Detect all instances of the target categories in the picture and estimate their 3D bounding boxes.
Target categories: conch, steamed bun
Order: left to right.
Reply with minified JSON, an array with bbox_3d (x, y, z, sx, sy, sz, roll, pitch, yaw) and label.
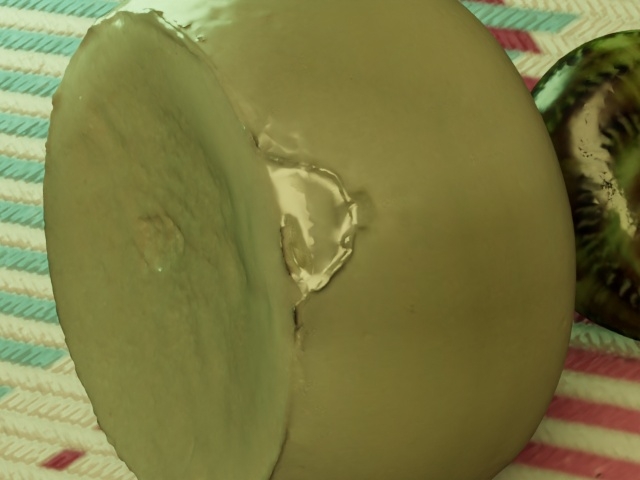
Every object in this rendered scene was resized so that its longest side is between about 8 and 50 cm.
[{"bbox_3d":[0.000,0.000,1.035,0.206,0.324,0.324,-10,61,-29],"label":"steamed bun"},{"bbox_3d":[0.192,-0.027,1.081,0.187,0.124,0.181,15,60,-10],"label":"conch"}]
